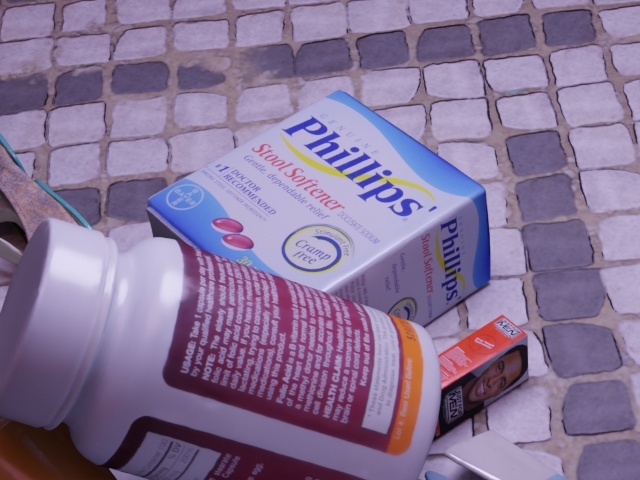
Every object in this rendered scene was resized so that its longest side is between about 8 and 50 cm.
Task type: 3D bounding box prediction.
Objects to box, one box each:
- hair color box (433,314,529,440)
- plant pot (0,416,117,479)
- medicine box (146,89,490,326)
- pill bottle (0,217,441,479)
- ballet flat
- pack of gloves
[{"bbox_3d":[0.154,0.145,1.722,0.141,0.072,0.043,-31,47,-22],"label":"hair color box"},{"bbox_3d":[-0.288,0.252,1.599,0.188,0.205,0.205,37,58,19],"label":"plant pot"},{"bbox_3d":[0.000,0.000,1.844,0.289,0.149,0.263,-33,48,-23],"label":"medicine box"},{"bbox_3d":[-0.104,0.128,1.552,0.392,0.224,0.224,20,40,-18],"label":"pill bottle"},{"bbox_3d":[-0.387,-0.050,1.991,0.106,0.107,0.316,-35,48,-17],"label":"ballet flat"},{"bbox_3d":[0.193,0.280,1.583,0.232,0.046,0.195,30,28,35],"label":"pack of gloves"}]
